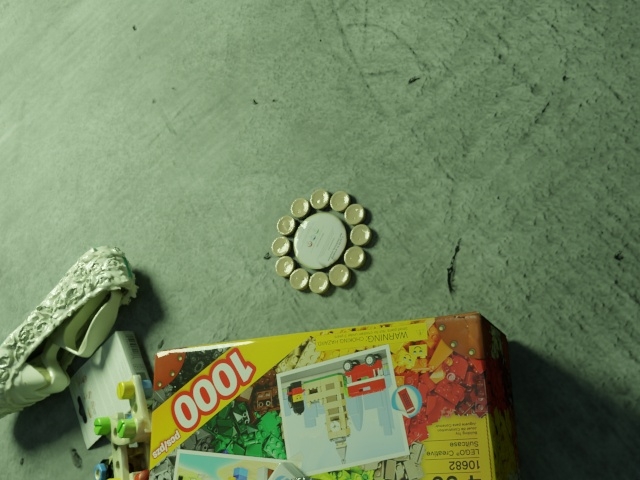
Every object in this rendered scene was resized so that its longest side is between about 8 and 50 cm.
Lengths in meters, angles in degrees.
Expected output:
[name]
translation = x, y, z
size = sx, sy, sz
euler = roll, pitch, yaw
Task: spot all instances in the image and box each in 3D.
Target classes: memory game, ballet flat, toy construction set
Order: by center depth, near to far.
[toy construction set]
translation = -0.282, 0.385, 1.171
size = 0.215, 0.151, 0.328
euler = -37, 42, 42
[memory game]
translation = 0.000, 0.000, 1.259
size = 0.186, 0.012, 0.186
euler = -8, 70, 23
[ballet flat]
translation = -0.482, 0.190, 1.359
size = 0.147, 0.147, 0.409
euler = 40, 93, 30

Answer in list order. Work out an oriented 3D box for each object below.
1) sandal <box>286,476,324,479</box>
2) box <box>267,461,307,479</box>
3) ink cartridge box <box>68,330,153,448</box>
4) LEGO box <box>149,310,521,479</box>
[sandal]
translation = -0.059, 0.354, 0.888
size = 0.254, 0.054, 0.097
euler = -32, 55, 25
[box]
translation = -0.045, 0.394, 0.914
size = 0.145, 0.038, 0.186
euler = 36, 91, 30
[ink cartridge box]
translation = -0.381, 0.272, 1.355
size = 0.179, 0.045, 0.145
euler = -44, 59, 29
[LEGO box]
translation = 0.017, 0.325, 1.040
size = 0.499, 0.193, 0.373
euler = -11, 69, 23
